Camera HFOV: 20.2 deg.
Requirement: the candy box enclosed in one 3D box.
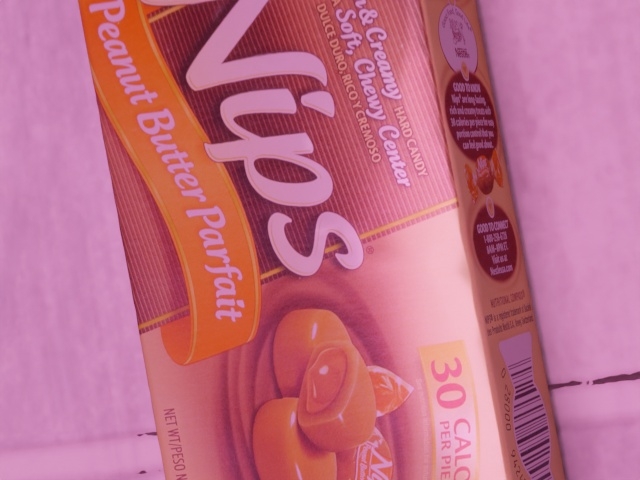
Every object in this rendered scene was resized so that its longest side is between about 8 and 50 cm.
[{"bbox_3d":[0.000,0.000,0.892,0.183,0.087,0.316,-11,88,24],"label":"candy box"}]
